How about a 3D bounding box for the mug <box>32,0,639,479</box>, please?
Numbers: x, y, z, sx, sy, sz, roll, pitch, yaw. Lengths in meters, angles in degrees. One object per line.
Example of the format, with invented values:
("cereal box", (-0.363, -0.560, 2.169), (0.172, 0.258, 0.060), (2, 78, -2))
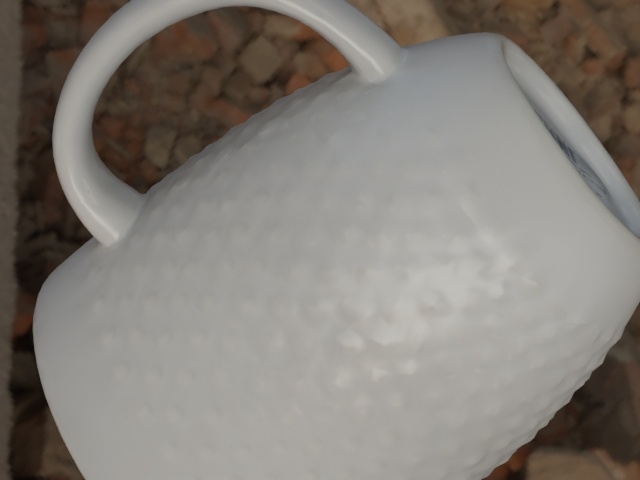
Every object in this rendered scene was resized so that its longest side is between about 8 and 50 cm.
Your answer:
("mug", (0.000, 0.000, 0.834), (0.374, 0.328, 0.276), (47, 20, -17))
